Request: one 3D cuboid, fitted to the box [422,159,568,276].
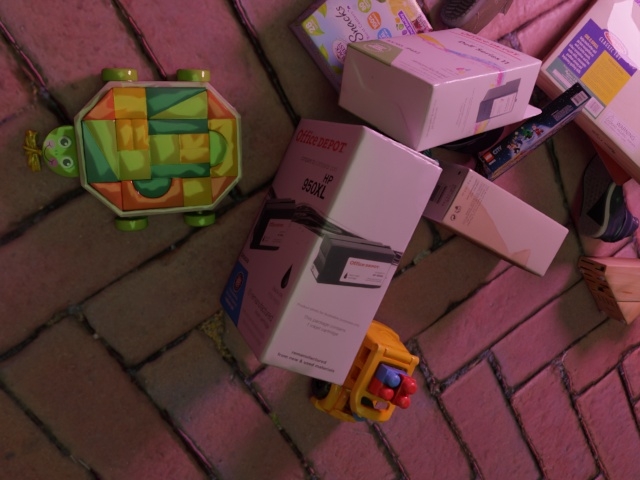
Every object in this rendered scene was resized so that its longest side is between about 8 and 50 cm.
[{"bbox_3d":[0.357,-0.046,1.231,0.311,0.148,0.121,25,95,-26],"label":"box"}]

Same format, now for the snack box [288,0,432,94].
[{"bbox_3d":[0.077,-0.388,1.057,0.207,0.070,0.174,-44,118,-4],"label":"snack box"}]

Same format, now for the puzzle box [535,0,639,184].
[{"bbox_3d":[0.685,-0.322,1.260,0.409,0.052,0.272,42,83,-6],"label":"puzzle box"}]

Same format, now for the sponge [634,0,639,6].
[{"bbox_3d":[0.725,-0.556,1.308,0.117,0.031,0.210,-15,110,-19],"label":"sponge"}]

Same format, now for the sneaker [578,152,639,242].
[{"bbox_3d":[0.709,-0.104,1.403,0.164,0.086,0.226,13,91,-34],"label":"sneaker"}]

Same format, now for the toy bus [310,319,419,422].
[{"bbox_3d":[0.103,0.296,1.183,0.150,0.211,0.220,23,96,-28],"label":"toy bus"}]

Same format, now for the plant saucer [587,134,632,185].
[{"bbox_3d":[0.724,-0.297,1.321,0.259,0.048,0.258,-31,93,-12],"label":"plant saucer"}]

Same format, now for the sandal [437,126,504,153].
[{"bbox_3d":[0.277,-0.225,1.196,0.255,0.054,0.097,-6,107,-21],"label":"sandal"}]

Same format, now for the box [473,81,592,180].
[{"bbox_3d":[0.424,-0.209,1.181,0.233,0.159,0.044,-38,80,6],"label":"box"}]

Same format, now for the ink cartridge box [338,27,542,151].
[{"bbox_3d":[0.234,-0.284,1.027,0.354,0.207,0.119,-21,134,-34],"label":"ink cartridge box"}]

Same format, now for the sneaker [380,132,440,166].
[{"bbox_3d":[0.176,-0.134,1.133,0.125,0.104,0.261,3,113,-16],"label":"sneaker"}]

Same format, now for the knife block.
[{"bbox_3d":[0.818,0.084,1.496,0.242,0.088,0.275,-41,116,-9],"label":"knife block"}]

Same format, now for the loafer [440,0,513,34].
[{"bbox_3d":[0.341,-0.496,1.140,0.251,0.094,0.087,-43,141,3],"label":"loafer"}]

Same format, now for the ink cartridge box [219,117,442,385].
[{"bbox_3d":[0.000,0.000,1.012,0.166,0.285,0.394,23,94,-26],"label":"ink cartridge box"}]

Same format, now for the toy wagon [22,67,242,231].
[{"bbox_3d":[-0.304,-0.148,0.963,0.345,0.068,0.267,-6,106,-22],"label":"toy wagon"}]
